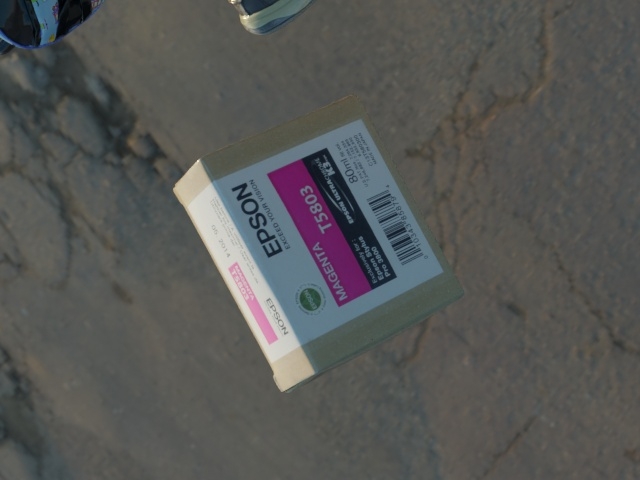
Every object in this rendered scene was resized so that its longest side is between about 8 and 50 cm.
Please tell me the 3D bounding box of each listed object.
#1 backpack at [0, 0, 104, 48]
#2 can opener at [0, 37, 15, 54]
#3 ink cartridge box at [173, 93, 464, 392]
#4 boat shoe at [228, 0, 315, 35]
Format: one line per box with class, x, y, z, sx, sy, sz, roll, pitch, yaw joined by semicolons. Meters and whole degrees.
backpack;-0.245;-0.243;0.980;0.116;0.158;0.173;10;133;36
can opener;-0.274;-0.264;1.258;0.186;0.073;0.059;-42;66;15
ink cartridge box;0.000;0.000;1.230;0.235;0.193;0.088;61;150;5
boat shoe;0.009;-0.424;1.703;0.355;0.132;0.130;-37;116;13
